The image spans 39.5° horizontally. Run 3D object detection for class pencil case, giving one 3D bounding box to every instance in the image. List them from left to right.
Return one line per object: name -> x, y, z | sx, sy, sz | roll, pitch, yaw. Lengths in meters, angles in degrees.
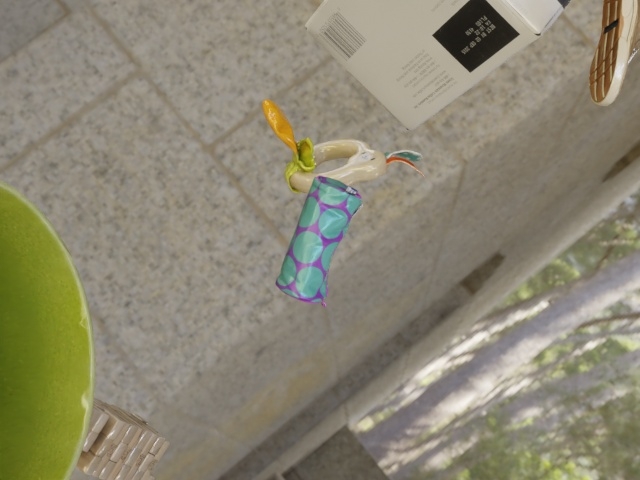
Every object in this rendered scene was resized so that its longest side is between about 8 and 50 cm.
pencil case -> 0.000, 0.000, 1.093 | 0.070, 0.152, 0.064 | 21, 5, -12

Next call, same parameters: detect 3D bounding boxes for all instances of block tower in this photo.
block tower -> -0.347, 0.266, 1.260 | 0.091, 0.097, 0.335 | 26, -12, 35

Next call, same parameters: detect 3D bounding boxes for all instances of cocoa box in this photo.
cocoa box -> 0.181, -0.350, 1.214 | 0.231, 0.228, 0.347 | 43, -24, -7

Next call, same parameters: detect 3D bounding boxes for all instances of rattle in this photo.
rattle -> 0.038, -0.144, 1.238 | 0.199, 0.130, 0.143 | -2, -73, 28

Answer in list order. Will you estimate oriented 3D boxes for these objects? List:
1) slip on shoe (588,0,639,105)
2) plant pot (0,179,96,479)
slip on shoe -> 0.309, -0.201, 0.913 | 0.041, 0.135, 0.051 | 14, -13, -16
plant pot -> -0.378, 0.103, 0.696 | 0.275, 0.293, 0.275 | -8, 90, -70
